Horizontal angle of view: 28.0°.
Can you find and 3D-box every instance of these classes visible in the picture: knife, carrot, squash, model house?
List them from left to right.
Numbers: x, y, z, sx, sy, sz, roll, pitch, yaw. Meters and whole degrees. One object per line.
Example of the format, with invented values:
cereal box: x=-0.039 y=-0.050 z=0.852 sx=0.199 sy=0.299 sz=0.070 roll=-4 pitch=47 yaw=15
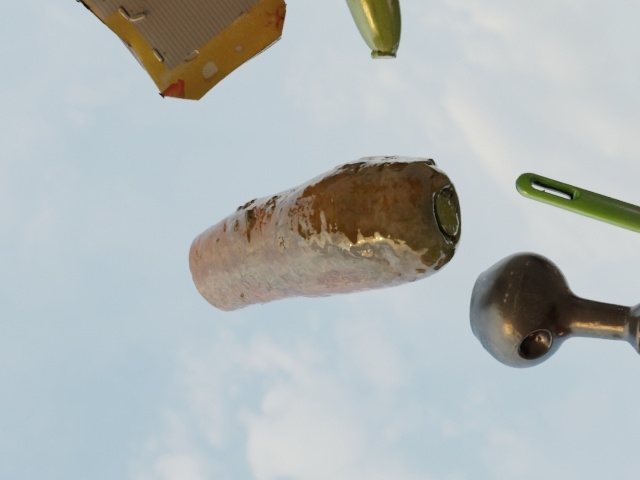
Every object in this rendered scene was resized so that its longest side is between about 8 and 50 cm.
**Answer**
model house: x=-0.132 y=-0.269 z=1.376 sx=0.219 sy=0.136 sz=0.207 roll=-41 pitch=-87 yaw=-4
carrot: x=0.000 y=0.000 z=1.299 sx=0.139 sy=0.302 sz=0.138 roll=28 pitch=-127 yaw=-44
squash: x=0.044 y=-0.291 z=1.382 sx=0.066 sy=0.066 sz=0.201 roll=-24 pitch=-79 yaw=-42
knife: x=0.259 y=-0.023 z=1.032 sx=0.212 sy=0.015 sz=0.054 roll=16 pitch=-124 yaw=0

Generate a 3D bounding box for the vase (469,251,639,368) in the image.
vase: x=0.246 y=0.075 z=1.291 sx=0.183 sy=0.120 sz=0.120 roll=6 pitch=-144 yaw=26
